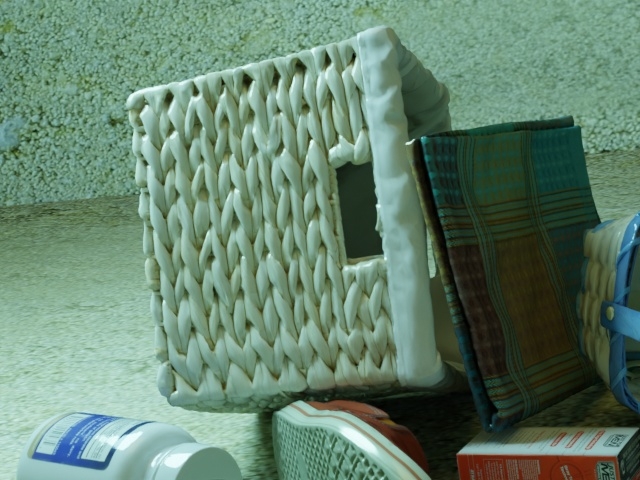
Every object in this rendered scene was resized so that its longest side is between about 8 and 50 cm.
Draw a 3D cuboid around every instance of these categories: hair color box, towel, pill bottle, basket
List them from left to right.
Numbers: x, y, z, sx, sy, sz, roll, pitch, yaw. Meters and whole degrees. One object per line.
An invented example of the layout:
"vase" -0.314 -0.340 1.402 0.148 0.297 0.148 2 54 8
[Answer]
"pill bottle" -0.160 0.208 1.306 0.186 0.112 0.112 1 15 41
"basket" 0.000 0.000 1.506 0.266 0.328 0.331 -9 -8 14
"towel" 0.205 0.018 1.456 0.040 0.271 0.370 -17 -3 29
"hair color box" 0.194 0.188 1.293 0.141 0.043 0.072 -4 11 29
"basket" 0.366 0.065 1.328 0.254 0.201 0.289 1 1 -14

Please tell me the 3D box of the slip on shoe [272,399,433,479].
"slip on shoe" 0.045 0.189 1.242 0.101 0.123 0.331 -8 6 -15
